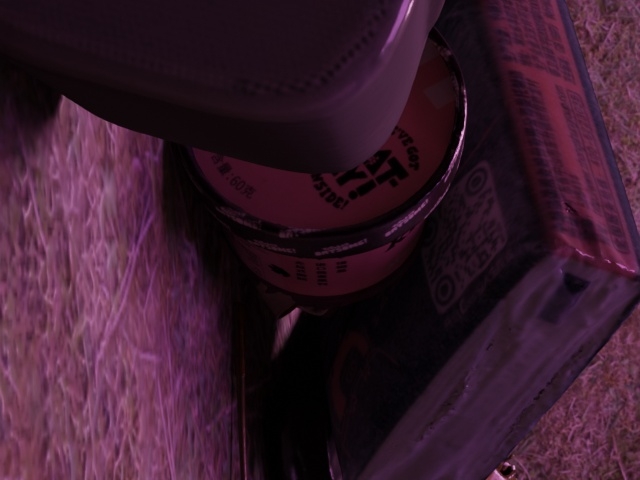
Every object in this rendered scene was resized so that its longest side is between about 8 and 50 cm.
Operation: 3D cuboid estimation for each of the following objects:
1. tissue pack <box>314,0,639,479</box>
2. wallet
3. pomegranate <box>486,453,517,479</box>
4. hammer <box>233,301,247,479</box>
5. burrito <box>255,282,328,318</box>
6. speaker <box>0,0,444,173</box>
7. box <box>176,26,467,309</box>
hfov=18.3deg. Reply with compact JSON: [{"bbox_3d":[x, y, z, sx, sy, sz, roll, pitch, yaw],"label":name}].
[{"bbox_3d":[0.078,-0.022,1.219,0.228,0.103,0.315,-53,-150,35],"label":"tissue pack"},{"bbox_3d":[0.021,0.131,1.404,0.377,0.051,0.197,-67,149,-71],"label":"wallet"},{"bbox_3d":[0.095,0.237,1.540,0.156,0.156,0.220,69,12,-62],"label":"pomegranate"},{"bbox_3d":[-0.045,0.094,1.136,0.029,0.014,0.123,87,1,-72],"label":"hammer"},{"bbox_3d":[-0.017,-0.054,1.202,0.087,0.060,0.226,72,17,-54],"label":"burrito"},{"bbox_3d":[0.001,-0.231,0.772,0.184,0.183,0.406,59,47,-80],"label":"speaker"},{"bbox_3d":[0.000,-0.043,1.071,0.135,0.151,0.151,90,2,-66],"label":"box"}]
